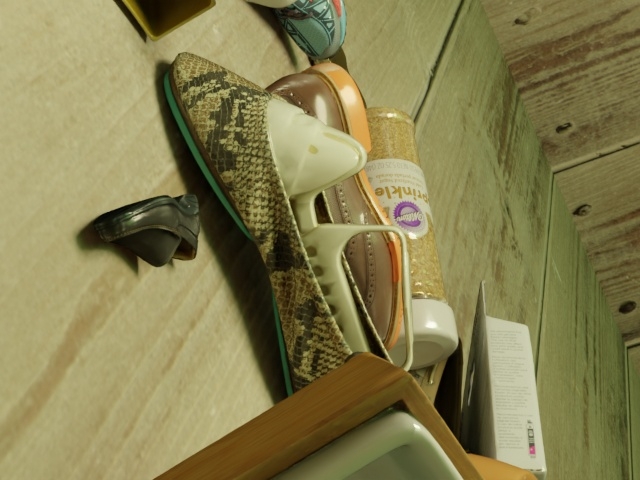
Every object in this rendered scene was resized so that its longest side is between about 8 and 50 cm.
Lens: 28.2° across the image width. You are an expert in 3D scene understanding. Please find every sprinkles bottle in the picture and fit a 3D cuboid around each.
[{"bbox_3d":[0.096,-0.006,1.717,0.121,0.121,0.355,41,34,-53],"label":"sprinkles bottle"}]

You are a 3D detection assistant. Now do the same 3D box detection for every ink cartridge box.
[{"bbox_3d":[0.233,0.278,1.675,0.330,0.071,0.324,-84,177,-49],"label":"ink cartridge box"}]

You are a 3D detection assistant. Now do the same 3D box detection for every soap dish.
[{"bbox_3d":[-0.011,0.234,0.998,0.229,0.291,0.118,55,6,-34],"label":"soap dish"}]

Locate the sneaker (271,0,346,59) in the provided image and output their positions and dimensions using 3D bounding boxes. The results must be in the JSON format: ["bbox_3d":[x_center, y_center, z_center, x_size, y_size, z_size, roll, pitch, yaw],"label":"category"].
[{"bbox_3d":[-0.064,-0.343,1.694,0.262,0.104,0.125,59,40,-18],"label":"sneaker"}]

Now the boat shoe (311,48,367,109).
[{"bbox_3d":[0.014,-0.243,1.853,0.056,0.048,0.153,-29,92,-58],"label":"boat shoe"}]

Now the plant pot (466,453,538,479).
[{"bbox_3d":[0.102,0.316,1.203,0.291,0.203,0.291,-4,90,-67],"label":"plant pot"}]

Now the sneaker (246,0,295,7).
[{"bbox_3d":[-0.094,-0.324,1.402,0.290,0.106,0.123,44,-6,35],"label":"sneaker"}]

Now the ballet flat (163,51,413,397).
[{"bbox_3d":[0.000,0.000,1.367,0.483,0.182,0.164,69,21,-2],"label":"ballet flat"}]

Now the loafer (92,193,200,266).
[{"bbox_3d":[-0.150,-0.007,1.162,0.170,0.062,0.061,-13,88,-69],"label":"loafer"}]

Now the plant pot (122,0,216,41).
[{"bbox_3d":[-0.168,-0.278,1.348,0.081,0.081,0.083,54,12,-37],"label":"plant pot"}]

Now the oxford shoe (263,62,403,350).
[{"bbox_3d":[0.001,-0.023,1.541,0.132,0.130,0.364,-23,101,-38],"label":"oxford shoe"}]

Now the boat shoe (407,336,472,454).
[{"bbox_3d":[0.147,0.241,1.658,0.104,0.089,0.285,51,28,-44],"label":"boat shoe"}]
